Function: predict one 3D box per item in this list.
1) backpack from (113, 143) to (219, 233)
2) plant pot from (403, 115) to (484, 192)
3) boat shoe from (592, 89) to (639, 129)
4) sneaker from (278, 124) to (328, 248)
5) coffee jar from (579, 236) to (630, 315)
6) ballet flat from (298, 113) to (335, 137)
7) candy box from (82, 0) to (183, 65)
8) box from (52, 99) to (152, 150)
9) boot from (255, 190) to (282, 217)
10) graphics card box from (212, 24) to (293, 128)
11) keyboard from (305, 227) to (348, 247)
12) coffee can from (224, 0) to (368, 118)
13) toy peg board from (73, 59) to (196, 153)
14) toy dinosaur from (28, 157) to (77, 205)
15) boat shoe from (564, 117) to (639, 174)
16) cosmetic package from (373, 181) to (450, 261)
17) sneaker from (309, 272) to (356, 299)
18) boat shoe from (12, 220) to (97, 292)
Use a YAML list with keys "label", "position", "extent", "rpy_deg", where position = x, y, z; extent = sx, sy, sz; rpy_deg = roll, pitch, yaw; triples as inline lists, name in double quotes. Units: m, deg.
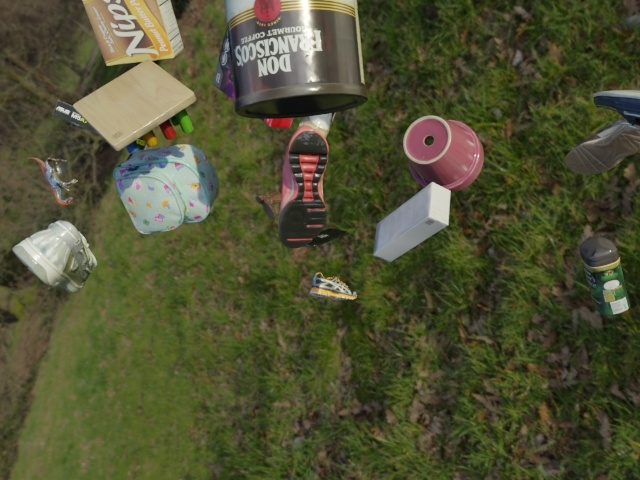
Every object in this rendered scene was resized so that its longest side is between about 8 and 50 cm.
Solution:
- label: "backpack"
  position: [-0.309, -0.105, 1.157]
  extent: [0.188, 0.166, 0.144]
  rpy_deg: [-11, 30, 10]
- label: "plant pot"
  position: [0.312, -0.240, 1.504]
  extent: [0.201, 0.180, 0.201]
  rpy_deg: [-7, 76, 30]
- label: "boat shoe"
  position: [0.674, -0.272, 1.177]
  extent: [0.254, 0.095, 0.079]
  rpy_deg: [-149, 51, -60]
- label: "sneaker"
  position: [-0.041, -0.133, 1.391]
  extent: [0.136, 0.115, 0.314]
  rpy_deg: [-107, 24, -62]
- label: "coffee jar"
  position: [0.697, 0.086, 1.390]
  extent: [0.079, 0.184, 0.096]
  rpy_deg: [-18, 22, 14]
- label: "ballet flat"
  position: [0.001, -0.436, 1.971]
  extent: [0.106, 0.107, 0.316]
  rpy_deg: [-54, 13, 36]
- label: "candy box"
  position: [-0.460, -0.584, 1.326]
  extent: [0.182, 0.316, 0.088]
  rpy_deg: [-2, 36, 12]
- label: "box"
  position: [-0.531, -0.279, 1.408]
  extent: [0.190, 0.184, 0.045]
  rpy_deg: [-31, -34, -86]
- label: "boot"
  position: [-0.164, -0.133, 2.046]
  extent: [0.106, 0.114, 0.037]
  rpy_deg: [52, 127, 15]
- label: "graphics card box"
  position: [-0.202, -0.549, 1.857]
  extent: [0.371, 0.094, 0.233]
  rpy_deg: [42, 123, 36]
- label: "keyboard"
  position: [0.000, 0.000, 1.783]
  extent: [0.100, 0.192, 0.038]
  rpy_deg: [14, 110, 34]
- label: "coffee can"
  position: [-0.043, -0.336, 0.844]
  extent: [0.201, 0.201, 0.275]
  rpy_deg: [-1, 96, 49]
- label: "toy peg board"
  position: [-0.314, -0.217, 0.992]
  extent: [0.160, 0.079, 0.161]
  rpy_deg: [-39, 55, -17]
- label: "toy dinosaur"
  position: [-0.467, -0.103, 1.003]
  extent: [0.090, 0.047, 0.082]
  rpy_deg: [5, 93, 16]
- label: "boat shoe"
  position: [0.803, -0.269, 1.554]
  extent: [0.092, 0.103, 0.285]
  rpy_deg: [-45, 2, -26]
- label: "cosmetic package"
  position: [0.219, -0.039, 1.376]
  extent: [0.239, 0.060, 0.099]
  rpy_deg: [-40, 35, 54]
- label: "sneaker"
  position: [0.055, 0.176, 2.104]
  extent: [0.084, 0.214, 0.083]
  rpy_deg: [-13, 67, 45]
- label: "boat shoe"
  position: [-0.477, 0.024, 1.068]
  extent: [0.103, 0.118, 0.320]
  rpy_deg: [-44, 3, -13]
